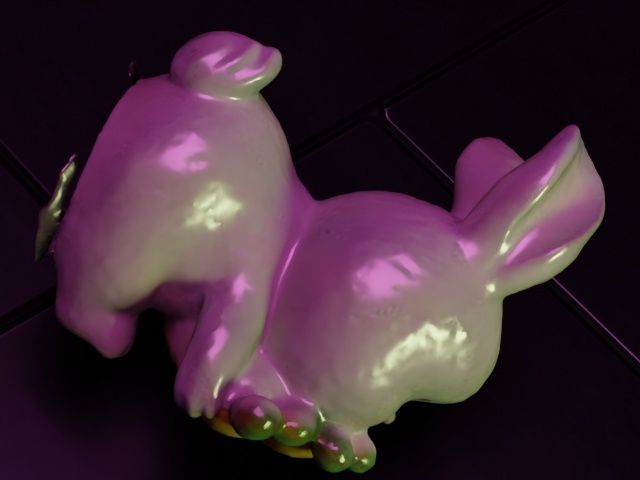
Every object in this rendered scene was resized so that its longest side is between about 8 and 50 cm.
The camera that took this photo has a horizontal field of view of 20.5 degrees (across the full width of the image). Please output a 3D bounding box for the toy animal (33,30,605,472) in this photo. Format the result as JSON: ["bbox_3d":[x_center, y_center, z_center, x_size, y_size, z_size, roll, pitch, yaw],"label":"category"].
[{"bbox_3d":[-0.002,0.006,1.086,0.310,0.183,0.247,20,84,3],"label":"toy animal"}]
